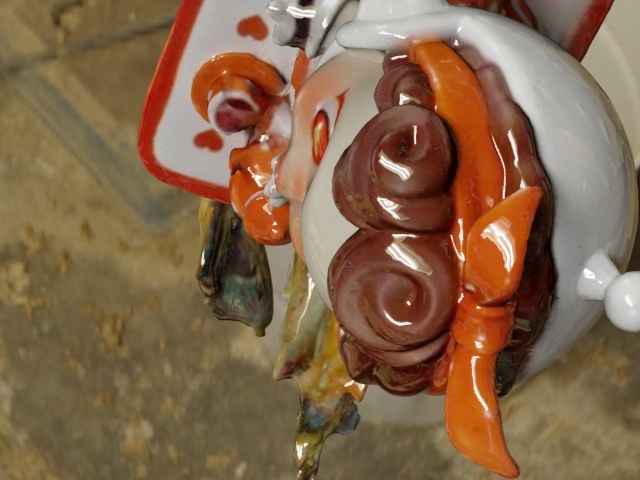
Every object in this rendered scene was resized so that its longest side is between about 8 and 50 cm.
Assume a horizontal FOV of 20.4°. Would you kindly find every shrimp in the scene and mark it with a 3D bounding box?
[{"bbox_3d":[-0.013,-0.008,0.924,0.145,0.059,0.254,23,99,29],"label":"shrimp"}]

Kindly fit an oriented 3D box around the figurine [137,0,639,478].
[{"bbox_3d":[0.038,-0.020,0.601,0.160,0.183,0.226,15,30,-17],"label":"figurine"}]
